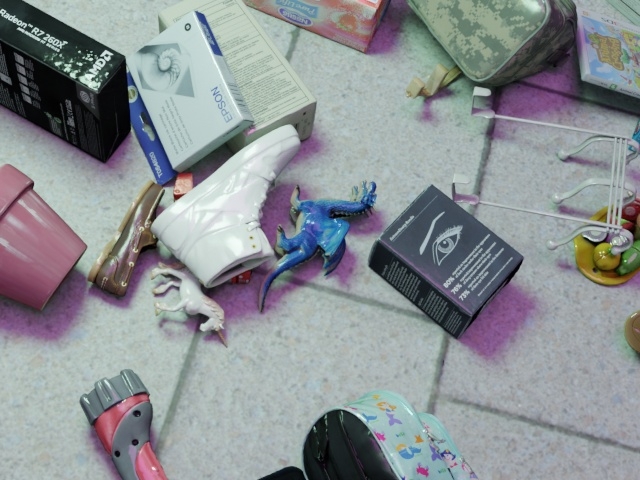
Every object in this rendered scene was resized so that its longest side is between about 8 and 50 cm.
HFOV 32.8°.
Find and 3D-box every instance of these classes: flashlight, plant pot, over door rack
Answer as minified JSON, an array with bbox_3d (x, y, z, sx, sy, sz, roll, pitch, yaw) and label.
[{"bbox_3d":[-0.247,0.342,1.620,0.103,0.103,0.304,-20,68,-39],"label":"flashlight"},{"bbox_3d":[-0.478,0.009,1.712,0.180,0.201,0.201,35,64,-8],"label":"plant pot"},{"bbox_3d":[0.390,-0.114,1.901,0.324,0.108,0.239,18,52,-2],"label":"over door rack"}]

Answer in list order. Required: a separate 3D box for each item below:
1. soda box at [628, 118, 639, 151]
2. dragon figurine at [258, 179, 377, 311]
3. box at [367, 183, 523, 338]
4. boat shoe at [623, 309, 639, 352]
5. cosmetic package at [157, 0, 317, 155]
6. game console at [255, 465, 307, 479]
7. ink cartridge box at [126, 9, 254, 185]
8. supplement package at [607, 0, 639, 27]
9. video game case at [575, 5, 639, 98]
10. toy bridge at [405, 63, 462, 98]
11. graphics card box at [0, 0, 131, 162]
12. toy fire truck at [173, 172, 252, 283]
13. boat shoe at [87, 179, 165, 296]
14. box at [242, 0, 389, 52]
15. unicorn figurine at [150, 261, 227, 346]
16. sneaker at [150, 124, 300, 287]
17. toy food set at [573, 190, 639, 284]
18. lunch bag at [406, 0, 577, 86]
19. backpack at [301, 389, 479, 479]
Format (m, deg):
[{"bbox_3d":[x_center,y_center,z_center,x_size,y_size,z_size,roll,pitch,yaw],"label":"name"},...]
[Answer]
[{"bbox_3d":[0.688,-0.171,2.013,0.210,0.067,0.071,24,63,4],"label":"soda box"},{"bbox_3d":[0.000,0.000,1.827,0.144,0.085,0.289,21,62,3],"label":"dragon figurine"},{"bbox_3d":[0.208,0.034,1.825,0.207,0.108,0.153,41,66,13],"label":"box"},{"bbox_3d":[0.649,0.150,1.850,0.285,0.089,0.104,-1,90,-5],"label":"boat shoe"},{"bbox_3d":[-0.150,-0.293,1.927,0.153,0.129,0.296,-28,71,-17],"label":"cosmetic package"},{"bbox_3d":[-0.038,0.460,1.506,0.173,0.250,0.293,-26,74,-10],"label":"game console"},{"bbox_3d":[-0.247,-0.239,1.846,0.224,0.045,0.223,-32,75,24],"label":"ink cartridge box"},{"bbox_3d":[0.687,-0.578,2.170,0.262,0.145,0.204,-40,75,-22],"label":"supplement package"},{"bbox_3d":[0.577,-0.350,2.062,0.193,0.023,0.212,15,47,-11],"label":"video game case"},{"bbox_3d":[0.213,-0.296,2.007,0.026,0.063,0.188,45,47,13],"label":"toy bridge"},{"bbox_3d":[-0.498,-0.300,1.827,0.371,0.233,0.094,30,64,8],"label":"graphics card box"},{"bbox_3d":[-0.182,-0.019,1.834,0.135,0.047,0.192,1,65,-7],"label":"toy fire truck"},{"bbox_3d":[-0.305,-0.002,1.798,0.073,0.073,0.207,25,71,3],"label":"boat shoe"},{"bbox_3d":[-0.015,-0.497,2.037,0.300,0.142,0.154,22,63,4],"label":"box"},{"bbox_3d":[-0.216,0.095,1.766,0.111,0.060,0.162,-6,65,-10],"label":"unicorn figurine"},{"bbox_3d":[-0.112,-0.047,1.776,0.292,0.108,0.169,-40,76,-10],"label":"sneaker"},{"bbox_3d":[0.542,-0.018,1.916,0.218,0.071,0.128,-38,74,-22],"label":"toy food set"},{"bbox_3d":[0.323,-0.447,2.019,0.305,0.212,0.256,54,26,17],"label":"lunch bag"},{"bbox_3d":[0.095,0.349,1.595,0.191,0.225,0.253,-20,65,-40],"label":"backpack"}]
